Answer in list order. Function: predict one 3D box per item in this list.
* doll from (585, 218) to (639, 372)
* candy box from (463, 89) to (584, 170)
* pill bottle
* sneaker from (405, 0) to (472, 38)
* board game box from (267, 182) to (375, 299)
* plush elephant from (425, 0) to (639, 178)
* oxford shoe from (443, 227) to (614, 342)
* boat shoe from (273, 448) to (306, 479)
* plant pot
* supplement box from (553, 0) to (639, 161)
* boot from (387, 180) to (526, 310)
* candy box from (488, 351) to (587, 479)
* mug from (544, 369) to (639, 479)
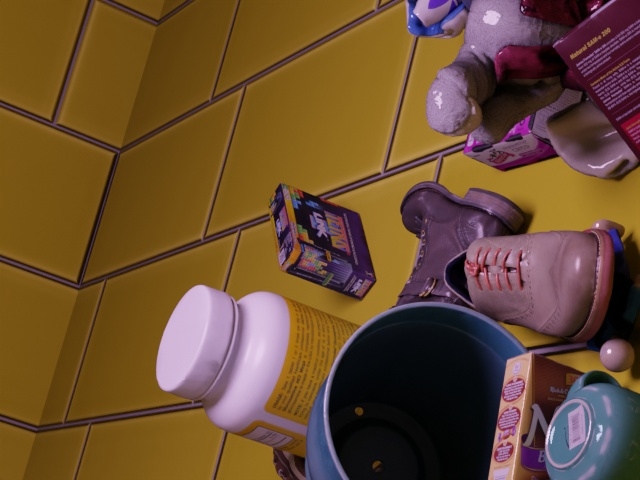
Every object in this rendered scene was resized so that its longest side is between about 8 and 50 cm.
[{"bbox_3d":[0.320,0.071,1.770,0.189,0.046,0.129,-91,22,-45],"label":"doll"},{"bbox_3d":[0.277,-0.219,2.073,0.159,0.071,0.233,-15,56,61],"label":"candy box"},{"bbox_3d":[-0.032,0.177,2.062,0.188,0.334,0.188,-45,33,40],"label":"pill bottle"},{"bbox_3d":[0.227,-0.376,2.149,0.236,0.130,0.323,-50,7,-25],"label":"sneaker"},{"bbox_3d":[0.000,0.000,2.380,0.048,0.141,0.170,-57,27,29],"label":"board game box"},{"bbox_3d":[0.296,-0.218,1.829,0.330,0.255,0.271,-1,-73,-73],"label":"plush elephant"},{"bbox_3d":[0.228,0.048,1.787,0.348,0.130,0.123,147,131,-77],"label":"oxford shoe"},{"bbox_3d":[-0.010,0.327,2.210,0.257,0.095,0.095,-126,47,-69],"label":"boat shoe"},{"bbox_3d":[0.101,0.240,1.855,0.255,0.272,0.271,126,157,-64],"label":"plant pot"},{"bbox_3d":[0.364,-0.147,1.638,0.073,0.239,0.130,-38,2,-40],"label":"supplement box"},{"bbox_3d":[0.134,0.040,2.065,0.229,0.091,0.263,-57,23,-15],"label":"boot"},{"bbox_3d":[0.243,0.226,1.724,0.053,0.109,0.186,-28,47,56],"label":"candy box"},{"bbox_3d":[0.287,0.209,1.659,0.129,0.097,0.158,-66,24,4],"label":"mug"}]
